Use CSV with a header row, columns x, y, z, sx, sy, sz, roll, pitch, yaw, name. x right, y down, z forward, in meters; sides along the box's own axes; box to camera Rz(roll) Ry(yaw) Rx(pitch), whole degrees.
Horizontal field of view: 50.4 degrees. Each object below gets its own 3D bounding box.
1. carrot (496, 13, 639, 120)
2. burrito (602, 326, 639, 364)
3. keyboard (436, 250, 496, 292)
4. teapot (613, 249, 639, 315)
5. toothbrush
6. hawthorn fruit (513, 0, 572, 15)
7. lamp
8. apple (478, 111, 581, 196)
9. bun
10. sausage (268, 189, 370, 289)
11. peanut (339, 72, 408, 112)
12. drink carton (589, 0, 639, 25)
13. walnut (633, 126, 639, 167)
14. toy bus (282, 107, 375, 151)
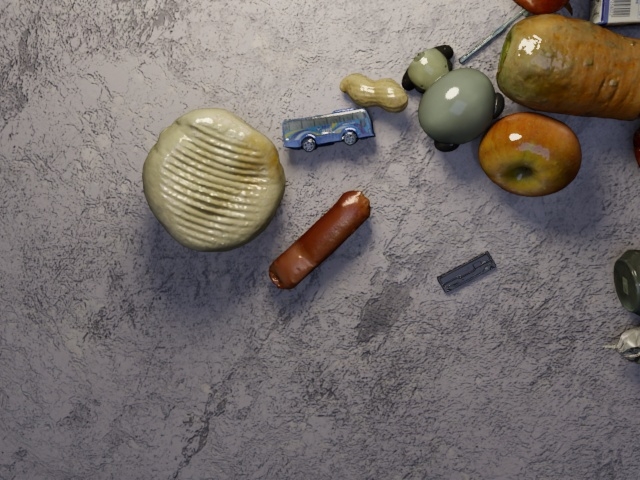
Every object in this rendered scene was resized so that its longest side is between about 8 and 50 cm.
x,y,z,sx,sy,sz,roll,pitch,yaw,name
0.588,-0.394,1.568,0.341,0.224,0.224,14,104,2,carrot
0.950,0.257,1.738,0.446,0.101,0.139,-10,113,7,burrito
0.390,0.085,1.818,0.155,0.010,0.053,-29,97,13,keyboard
0.868,0.107,1.687,0.225,0.171,0.203,-10,112,4,teapot
0.433,-0.509,1.671,0.219,0.016,0.019,-36,104,13,toothbrush
0.522,-0.597,1.557,0.179,0.179,0.200,-36,97,14,hawthorn fruit
0.312,-0.349,1.650,0.198,0.198,0.244,-37,74,14,lamp
0.505,-0.214,1.640,0.235,0.173,0.210,28,148,-9,apple
-0.275,-0.154,1.746,0.365,0.219,0.365,-2,105,-9,bun
0.000,0.001,1.810,0.348,0.094,0.097,-43,81,16,sausage
0.133,-0.371,1.699,0.187,0.082,0.082,15,105,21,peanut
0.793,-0.551,1.554,0.315,0.130,0.106,0,104,8,drink carton
0.887,-0.248,1.583,0.269,0.222,0.243,-11,80,-4,walnut
0.019,-0.283,1.746,0.237,0.079,0.094,-8,101,9,toy bus
